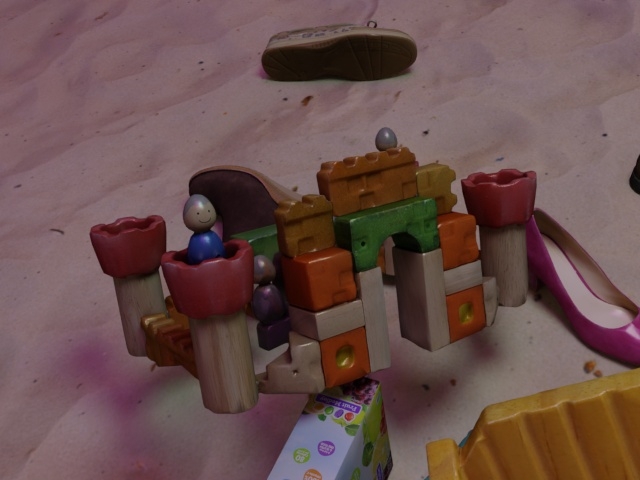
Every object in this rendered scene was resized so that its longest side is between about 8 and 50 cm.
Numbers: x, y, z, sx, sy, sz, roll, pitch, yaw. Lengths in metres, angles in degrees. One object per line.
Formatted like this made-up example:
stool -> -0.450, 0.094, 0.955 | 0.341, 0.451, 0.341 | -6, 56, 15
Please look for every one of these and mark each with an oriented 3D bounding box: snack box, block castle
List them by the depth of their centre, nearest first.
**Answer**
snack box -> 0.004, 0.265, 0.812 | 0.070, 0.174, 0.207 | 13, 50, 24
block castle -> 0.000, 0.000, 0.907 | 0.454, 0.212, 0.303 | -15, 16, -30

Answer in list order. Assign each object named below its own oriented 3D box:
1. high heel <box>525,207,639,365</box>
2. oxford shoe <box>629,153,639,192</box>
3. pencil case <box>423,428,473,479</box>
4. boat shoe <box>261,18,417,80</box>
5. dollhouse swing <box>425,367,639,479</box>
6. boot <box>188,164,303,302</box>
high heel -> 0.348, 0.056, 1.008 | 0.082, 0.117, 0.244 | -28, 49, -19
oxford shoe -> 0.580, -0.132, 1.177 | 0.227, 0.096, 0.082 | -14, 44, -8
pencil case -> 0.142, 0.272, 0.861 | 0.152, 0.070, 0.064 | -36, 52, -26
boat shoe -> 0.035, -0.358, 1.457 | 0.286, 0.104, 0.089 | 1, 49, 9
dollhouse swing -> 0.279, 0.312, 0.593 | 0.347, 0.315, 0.305 | -19, 21, 20
boot -> -0.120, -0.006, 1.147 | 0.249, 0.090, 0.206 | 16, 48, 17
